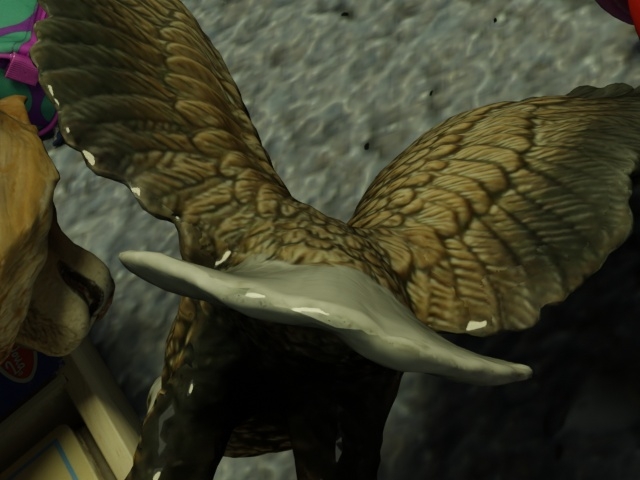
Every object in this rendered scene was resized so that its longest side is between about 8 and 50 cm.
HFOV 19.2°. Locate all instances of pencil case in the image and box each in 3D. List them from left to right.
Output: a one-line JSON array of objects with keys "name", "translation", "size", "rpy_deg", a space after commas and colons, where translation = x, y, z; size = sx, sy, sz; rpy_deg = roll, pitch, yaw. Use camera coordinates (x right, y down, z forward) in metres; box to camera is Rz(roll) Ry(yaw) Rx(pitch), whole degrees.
[{"name": "pencil case", "translation": [-0.141, -0.119, 0.924], "size": [0.070, 0.064, 0.152], "rpy_deg": [-29, 40, 37]}]

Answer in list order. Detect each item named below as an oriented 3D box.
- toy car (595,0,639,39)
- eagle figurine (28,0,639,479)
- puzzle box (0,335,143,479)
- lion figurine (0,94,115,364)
[{"name": "toy car", "translation": [0.149, -0.127, 0.677], "size": [0.136, 0.159, 0.182], "rpy_deg": [-66, 33, 31]}, {"name": "eagle figurine", "translation": [-0.008, 0.004, 0.594], "size": [0.225, 0.226, 0.298], "rpy_deg": [-13, 48, 29]}, {"name": "puzzle box", "translation": [-0.135, 0.200, 0.644], "size": [0.272, 0.052, 0.409], "rpy_deg": [-40, 40, -1]}, {"name": "lion figurine", "translation": [-0.241, 0.110, 0.661], "size": [0.392, 0.142, 0.240], "rpy_deg": [-37, 33, 10]}]
